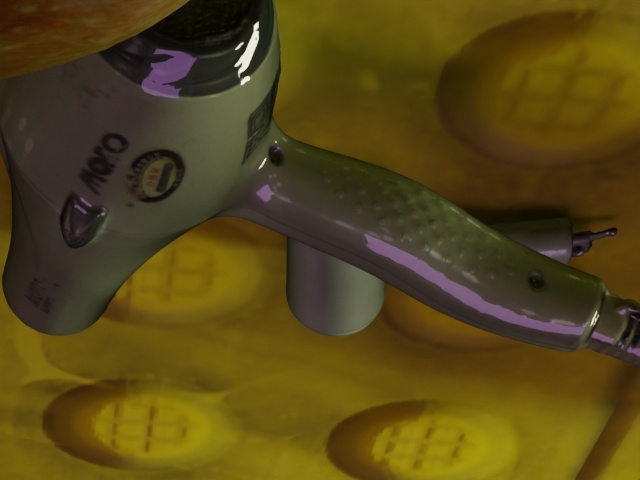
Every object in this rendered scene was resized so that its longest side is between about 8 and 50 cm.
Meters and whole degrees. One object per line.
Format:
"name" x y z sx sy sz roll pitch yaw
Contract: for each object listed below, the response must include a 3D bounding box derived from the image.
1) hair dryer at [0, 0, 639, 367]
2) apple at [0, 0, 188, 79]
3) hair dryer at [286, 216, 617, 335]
"hair dryer" -0.028 0.000 0.605 0.225 0.088 0.219 34 150 -24
"apple" -0.110 -0.114 0.371 0.188 0.174 0.207 -12 -167 -15
"hair dryer" 0.049 0.001 0.664 0.124 0.038 0.063 -4 146 -4
